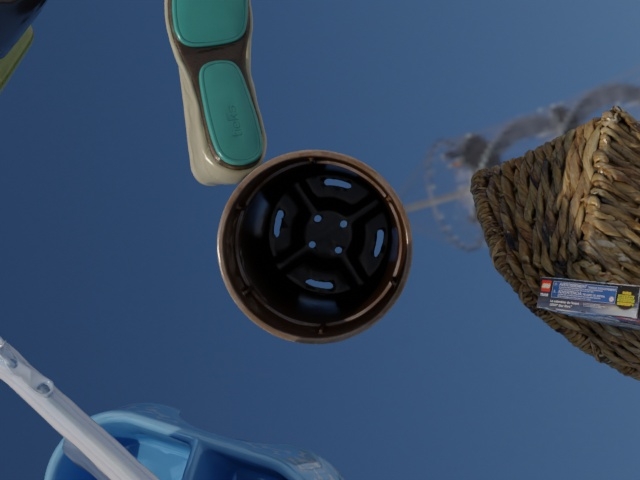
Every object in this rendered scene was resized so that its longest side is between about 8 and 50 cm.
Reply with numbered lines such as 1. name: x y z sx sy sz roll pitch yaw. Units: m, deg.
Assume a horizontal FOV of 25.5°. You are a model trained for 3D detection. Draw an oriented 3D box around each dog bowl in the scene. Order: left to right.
1. dog bowl: -0.114 0.240 1.256 0.074 0.297 0.166 38 -112 -69

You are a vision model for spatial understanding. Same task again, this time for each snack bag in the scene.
1. snack bag: -0.085 0.228 1.025 0.037 0.323 0.342 -47 -27 -12

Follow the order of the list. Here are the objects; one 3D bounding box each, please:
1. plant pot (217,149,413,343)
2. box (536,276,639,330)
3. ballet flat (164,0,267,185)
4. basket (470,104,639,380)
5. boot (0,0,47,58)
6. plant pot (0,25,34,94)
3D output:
1. plant pot: 0.000 0.000 1.278 0.165 0.167 0.167 -49 -58 -84
2. box: 0.251 0.055 1.128 0.137 0.094 0.027 14 -96 -44
3. ballet flat: -0.104 -0.167 1.330 0.086 0.086 0.248 15 -116 -54
4. basket: 0.306 0.044 1.396 0.299 0.223 0.213 25 -117 -25
5. boot: -0.294 -0.196 0.815 0.280 0.096 0.264 36 -137 -12
6. plant pot: -0.249 -0.135 1.020 0.083 0.083 0.079 54 -130 -29
